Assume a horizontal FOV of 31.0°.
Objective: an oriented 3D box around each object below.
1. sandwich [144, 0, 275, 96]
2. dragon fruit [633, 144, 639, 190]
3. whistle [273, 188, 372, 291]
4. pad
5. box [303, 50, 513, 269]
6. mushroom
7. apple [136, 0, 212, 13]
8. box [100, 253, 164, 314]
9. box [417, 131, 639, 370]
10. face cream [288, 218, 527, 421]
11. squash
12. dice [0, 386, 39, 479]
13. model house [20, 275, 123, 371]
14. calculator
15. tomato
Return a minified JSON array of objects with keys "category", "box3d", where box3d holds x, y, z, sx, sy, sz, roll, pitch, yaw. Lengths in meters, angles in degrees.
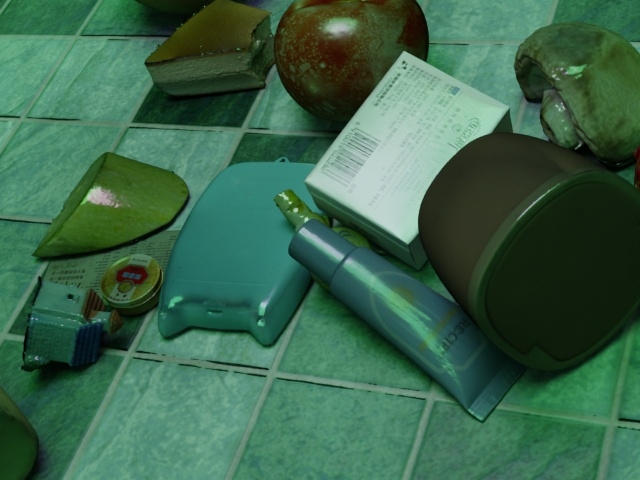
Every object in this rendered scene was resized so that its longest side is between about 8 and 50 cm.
[{"category":"sandwich","box3d":[-0.190,-0.345,2.173,0.186,0.108,0.220,26,60,37]},{"category":"dragon fruit","box3d":[0.542,-0.088,1.624,0.205,0.210,0.268,15,48,8]},{"category":"whistle","box3d":[0.000,0.000,1.794,0.104,0.057,0.198,-37,69,-20]},{"category":"pad","box3d":[-0.350,0.046,1.949,0.264,0.009,0.160,-4,48,16]},{"category":"box","box3d":[0.141,-0.126,1.790,0.203,0.116,0.274,31,77,23]},{"category":"mushroom","box3d":[0.429,-0.255,1.832,0.189,0.164,0.267,-22,46,1]},{"category":"apple","box3d":[-0.278,-0.631,2.315,0.357,0.357,0.357,-10,47,11]},{"category":"box","box3d":[-0.305,0.072,1.881,0.105,0.037,0.106,-9,48,10]},{"category":"box","box3d":[0.288,0.000,1.573,0.301,0.301,0.216,-30,36,-8]},{"category":"face cream","box3d":[0.117,0.098,1.657,0.385,0.086,0.135,35,66,21]},{"category":"squash","box3d":[-0.358,-0.051,2.031,0.204,0.155,0.237,-31,30,48]},{"category":"dice","box3d":[-0.578,0.270,1.660,0.252,0.250,0.254,-39,49,-15]},{"category":"model house","box3d":[-0.386,0.137,1.827,0.148,0.120,0.148,8,25,-4]},{"category":"calculator","box3d":[-0.117,-0.003,1.881,0.256,0.054,0.386,3,47,21]},{"category":"tomato","box3d":[0.055,-0.316,1.982,0.270,0.223,0.270,-6,26,3]}]
